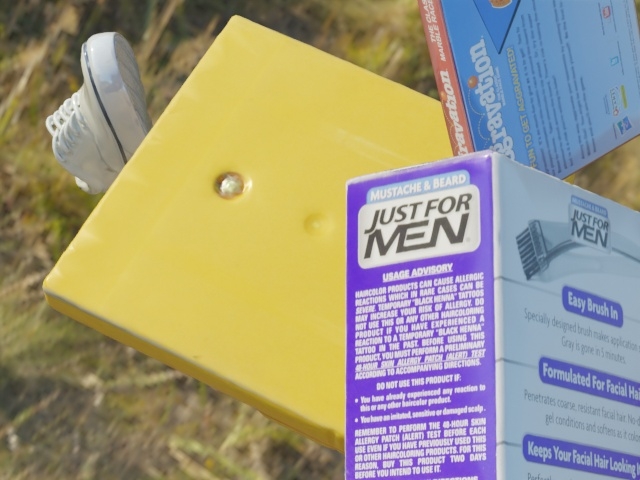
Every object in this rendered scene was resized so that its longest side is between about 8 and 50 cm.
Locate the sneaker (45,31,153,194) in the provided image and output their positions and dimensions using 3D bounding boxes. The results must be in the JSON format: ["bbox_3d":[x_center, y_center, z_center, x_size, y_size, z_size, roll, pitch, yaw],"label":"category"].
[{"bbox_3d":[-0.194,-0.096,1.595,0.091,0.258,0.094,-11,67,-3],"label":"sneaker"}]

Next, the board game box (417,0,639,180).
[{"bbox_3d":[0.120,-0.163,1.078,0.145,0.281,0.027,-30,32,-25],"label":"board game box"}]

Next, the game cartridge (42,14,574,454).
[{"bbox_3d":[0.000,0.000,1.371,0.324,0.052,0.285,26,66,17],"label":"game cartridge"}]

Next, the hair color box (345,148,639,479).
[{"bbox_3d":[0.105,0.139,0.979,0.185,0.110,0.338,18,69,-49],"label":"hair color box"}]
